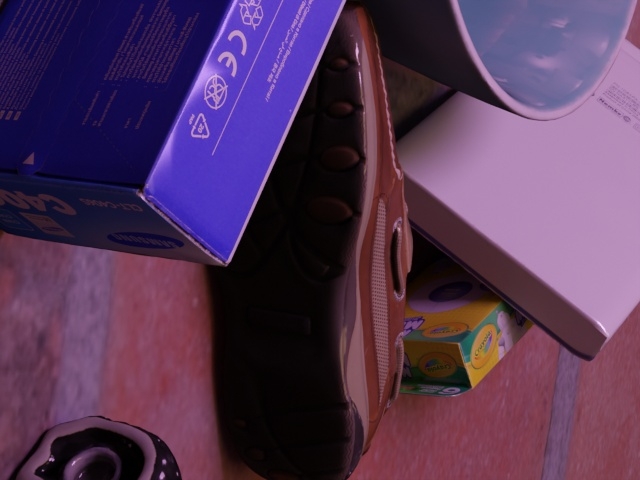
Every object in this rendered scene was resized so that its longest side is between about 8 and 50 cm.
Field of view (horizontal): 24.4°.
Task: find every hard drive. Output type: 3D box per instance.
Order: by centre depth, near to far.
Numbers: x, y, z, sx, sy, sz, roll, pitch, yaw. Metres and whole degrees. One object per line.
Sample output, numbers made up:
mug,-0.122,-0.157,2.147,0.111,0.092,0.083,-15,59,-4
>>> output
hard drive,0.203,-0.061,1.169,0.319,0.210,0.040,-41,165,-44

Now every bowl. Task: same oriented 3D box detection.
bowl,0.089,-0.240,0.992,0.312,0.163,0.311,-16,109,-53

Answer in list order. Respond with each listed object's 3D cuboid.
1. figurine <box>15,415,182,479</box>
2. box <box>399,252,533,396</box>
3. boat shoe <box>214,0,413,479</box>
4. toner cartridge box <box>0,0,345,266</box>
figurine,-0.133,0.247,0.838,0.215,0.092,0.209,-53,140,-34
box,0.098,0.060,1.110,0.179,0.105,0.043,-41,121,-43
boat shoe,0.000,0.000,0.964,0.120,0.123,0.323,-30,128,-55
toner cartridge box,-0.061,-0.161,0.783,0.075,0.165,0.347,43,63,-45
